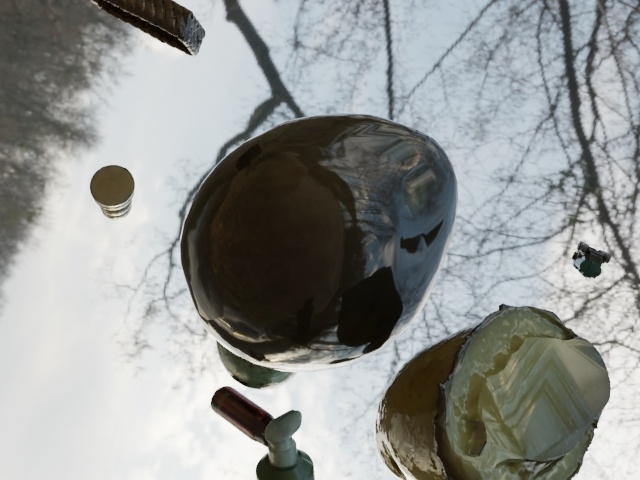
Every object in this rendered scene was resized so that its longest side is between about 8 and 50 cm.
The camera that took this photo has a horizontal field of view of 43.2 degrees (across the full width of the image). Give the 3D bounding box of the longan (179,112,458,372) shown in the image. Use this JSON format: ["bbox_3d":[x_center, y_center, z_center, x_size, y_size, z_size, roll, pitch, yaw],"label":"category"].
[{"bbox_3d":[0.000,0.000,1.107,0.404,0.404,0.336,-25,-80,53],"label":"longan"}]

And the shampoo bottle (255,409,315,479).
[{"bbox_3d":[-0.032,0.274,0.845,0.065,0.065,0.204,38,-41,54],"label":"shampoo bottle"}]

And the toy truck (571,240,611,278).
[{"bbox_3d":[0.367,0.028,1.105,0.044,0.039,0.083,-66,172,8],"label":"toy truck"}]

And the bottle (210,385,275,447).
[{"bbox_3d":[-0.124,0.310,1.410,0.164,0.060,0.060,22,-78,47],"label":"bottle"}]

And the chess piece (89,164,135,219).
[{"bbox_3d":[-0.447,-0.094,1.770,0.170,0.094,0.094,116,-27,-72],"label":"chess piece"}]

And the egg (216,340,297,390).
[{"bbox_3d":[-0.099,0.146,1.420,0.169,0.169,0.231,-19,-113,55],"label":"egg"}]

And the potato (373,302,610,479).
[{"bbox_3d":[0.183,0.210,0.980,0.242,0.285,0.242,29,-39,27],"label":"potato"}]

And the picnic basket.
[{"bbox_3d":[-0.264,-0.348,1.216,0.055,0.193,0.110,-63,172,-2],"label":"picnic basket"}]
